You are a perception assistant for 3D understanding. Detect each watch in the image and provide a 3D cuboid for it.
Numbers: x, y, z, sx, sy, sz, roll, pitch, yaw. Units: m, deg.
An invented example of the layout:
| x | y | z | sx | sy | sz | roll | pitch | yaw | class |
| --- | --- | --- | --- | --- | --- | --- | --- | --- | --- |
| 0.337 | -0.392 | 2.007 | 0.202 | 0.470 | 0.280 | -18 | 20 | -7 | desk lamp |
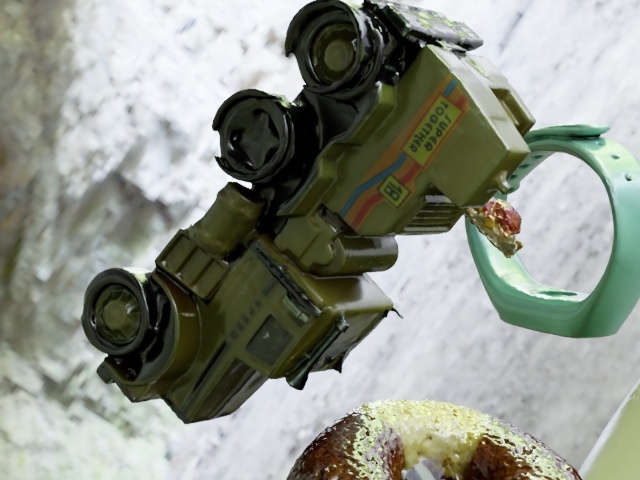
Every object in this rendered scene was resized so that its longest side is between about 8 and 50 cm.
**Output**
| x | y | z | sx | sy | sz | roll | pitch | yaw | class |
| --- | --- | --- | --- | --- | --- | --- | --- | --- | --- |
| 0.211 | -0.010 | 1.326 | 0.237 | 0.068 | 0.195 | 9 | 104 | 62 | watch |

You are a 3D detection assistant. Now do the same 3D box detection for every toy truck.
| x | y | z | sx | sy | sz | roll | pitch | yaw | class |
| --- | --- | --- | --- | --- | --- | --- | --- | --- | --- |
| -0.004 | -0.002 | 0.764 | 0.257 | 0.127 | 0.127 | -47 | -20 | 22 | toy truck |

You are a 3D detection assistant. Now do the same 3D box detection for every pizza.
| x | y | z | sx | sy | sz | roll | pitch | yaw | class |
| --- | --- | --- | --- | --- | --- | --- | --- | --- | --- |
| 0.116 | -0.030 | 1.039 | 0.029 | 0.100 | 0.099 | -42 | -9 | 10 | pizza |

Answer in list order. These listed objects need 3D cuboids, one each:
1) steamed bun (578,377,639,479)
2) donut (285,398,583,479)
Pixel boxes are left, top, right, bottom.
| x | y | z | sx | sy | sz | roll | pitch | yaw | class |
| --- | --- | --- | --- | --- | --- | --- | --- | --- | --- |
| 0.397 | 0.238 | 0.980 | 0.371 | 0.456 | 0.290 | -47 | -20 | -39 | steamed bun |
| 0.058 | 0.138 | 0.714 | 0.184 | 0.166 | 0.073 | -16 | -53 | -57 | donut |
